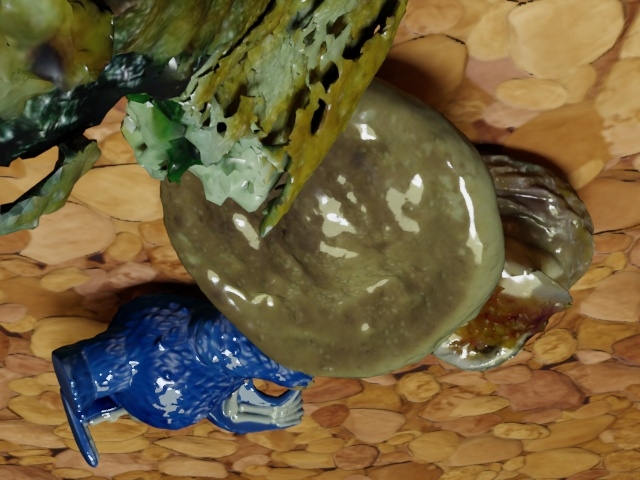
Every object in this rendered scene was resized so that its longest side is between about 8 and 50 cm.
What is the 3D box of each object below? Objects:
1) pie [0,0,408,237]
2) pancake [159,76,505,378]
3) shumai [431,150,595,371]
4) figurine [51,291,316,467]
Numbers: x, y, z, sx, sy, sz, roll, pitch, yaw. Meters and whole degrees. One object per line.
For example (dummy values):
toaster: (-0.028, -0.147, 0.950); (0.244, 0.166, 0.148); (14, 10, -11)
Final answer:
pie: (-0.023, -0.135, 0.455); (0.078, 0.296, 0.371); (27, -173, 13)
pancake: (0.000, 0.000, 0.752); (0.242, 0.050, 0.242); (12, 122, 21)
shumai: (0.110, 0.021, 0.834); (0.209, 0.153, 0.161); (24, 130, -33)
figurine: (-0.094, 0.094, 0.955); (0.262, 0.120, 0.164); (-6, 151, -29)
